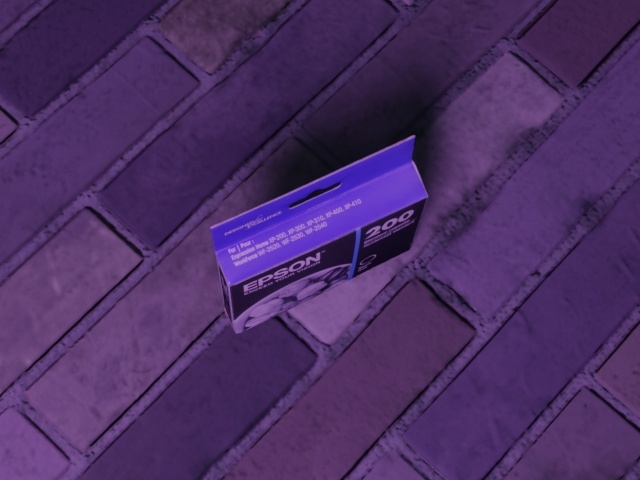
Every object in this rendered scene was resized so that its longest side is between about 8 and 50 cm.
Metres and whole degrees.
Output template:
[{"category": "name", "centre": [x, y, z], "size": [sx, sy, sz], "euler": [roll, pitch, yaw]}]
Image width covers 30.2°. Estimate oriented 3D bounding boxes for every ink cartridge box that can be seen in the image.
[{"category": "ink cartridge box", "centre": [0.000, 0.000, 1.120], "size": [0.206, 0.208, 0.045], "euler": [-25, 71, -10]}]
